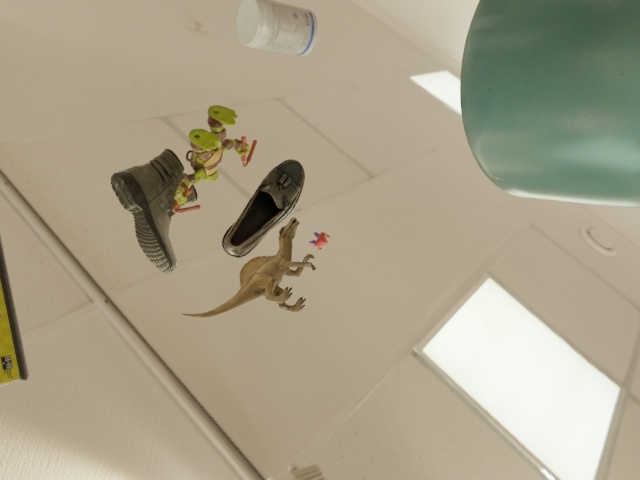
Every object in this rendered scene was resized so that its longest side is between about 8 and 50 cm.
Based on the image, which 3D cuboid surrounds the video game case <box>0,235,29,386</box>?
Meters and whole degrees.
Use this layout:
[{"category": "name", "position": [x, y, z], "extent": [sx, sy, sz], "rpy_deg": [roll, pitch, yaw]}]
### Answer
[{"category": "video game case", "position": [-0.623, 0.119, 0.776], "extent": [0.248, 0.035, 0.274], "rpy_deg": [-11, -90, -26]}]

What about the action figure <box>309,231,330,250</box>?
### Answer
[{"category": "action figure", "position": [0.000, 0.000, 1.008], "extent": [0.030, 0.038, 0.115], "rpy_deg": [31, 178, -6]}]

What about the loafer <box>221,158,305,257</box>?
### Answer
[{"category": "loafer", "position": [-0.117, -0.074, 1.102], "extent": [0.096, 0.084, 0.267], "rpy_deg": [36, -101, -4]}]

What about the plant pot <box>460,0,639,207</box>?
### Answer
[{"category": "plant pot", "position": [0.328, -0.162, 0.484], "extent": [0.293, 0.293, 0.235], "rpy_deg": [2, -165, -31]}]

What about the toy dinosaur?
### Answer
[{"category": "toy dinosaur", "position": [-0.065, 0.052, 0.589], "extent": [0.093, 0.053, 0.183], "rpy_deg": [23, -125, 31]}]

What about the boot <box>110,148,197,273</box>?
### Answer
[{"category": "boot", "position": [-0.326, -0.066, 1.079], "extent": [0.161, 0.083, 0.246], "rpy_deg": [-35, -68, -41]}]

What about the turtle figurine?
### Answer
[{"category": "turtle figurine", "position": [-0.226, -0.188, 1.051], "extent": [0.087, 0.217, 0.269], "rpy_deg": [42, -118, 6]}]

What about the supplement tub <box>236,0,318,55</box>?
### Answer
[{"category": "supplement tub", "position": [-0.063, -0.319, 0.743], "extent": [0.107, 0.071, 0.071], "rpy_deg": [-6, -130, -37]}]
